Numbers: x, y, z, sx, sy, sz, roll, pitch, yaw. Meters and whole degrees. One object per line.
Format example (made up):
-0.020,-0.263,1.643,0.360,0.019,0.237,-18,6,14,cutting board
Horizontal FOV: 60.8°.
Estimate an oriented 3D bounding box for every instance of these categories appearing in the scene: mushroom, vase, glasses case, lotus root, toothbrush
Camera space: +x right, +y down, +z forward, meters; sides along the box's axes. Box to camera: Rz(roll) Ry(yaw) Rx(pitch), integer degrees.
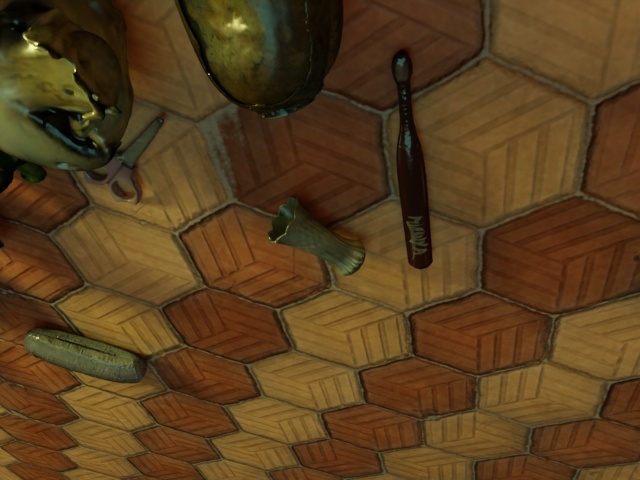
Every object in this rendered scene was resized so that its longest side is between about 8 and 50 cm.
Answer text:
-0.322,-0.223,0.618,0.189,0.164,0.267,-9,137,27,mushroom
0.000,0.000,0.852,0.148,0.081,0.081,29,135,-24,vase
-0.547,0.271,1.272,0.282,0.067,0.109,17,141,-9,glasses case
-0.062,-0.257,0.531,0.160,0.152,0.275,-2,130,11,lotus root
0.126,-0.089,0.753,0.040,0.041,0.364,-2,136,14,toothbrush

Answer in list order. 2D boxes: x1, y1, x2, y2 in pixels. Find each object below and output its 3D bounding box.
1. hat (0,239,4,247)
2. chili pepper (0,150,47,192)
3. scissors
-0.624,-0.027,0.978,0.121,0.050,0.121,3,140,3,hat
-0.464,-0.144,0.730,0.165,0.174,0.261,-53,154,10,chili pepper
-0.285,-0.126,0.816,0.110,0.021,0.212,38,132,-22,scissors
